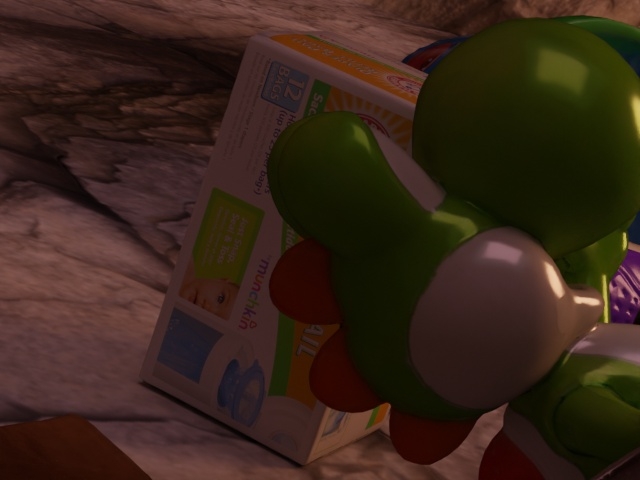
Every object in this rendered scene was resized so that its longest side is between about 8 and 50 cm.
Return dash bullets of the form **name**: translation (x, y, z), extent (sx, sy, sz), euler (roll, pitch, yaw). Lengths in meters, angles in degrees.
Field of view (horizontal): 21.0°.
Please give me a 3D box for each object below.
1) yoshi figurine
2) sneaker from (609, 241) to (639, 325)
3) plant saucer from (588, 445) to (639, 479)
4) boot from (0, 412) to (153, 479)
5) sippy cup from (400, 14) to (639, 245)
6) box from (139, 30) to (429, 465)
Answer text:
- **yoshi figurine**: translation (0.147, 0.039, 0.786), extent (0.362, 0.203, 0.203), euler (42, 49, -13)
- **sneaker**: translation (0.251, 0.071, 1.170), extent (0.293, 0.102, 0.146), euler (2, 23, -45)
- **plant saucer**: translation (0.180, 0.123, 0.531), extent (0.310, 0.050, 0.310), euler (-23, 17, 8)
- **boot**: translation (-0.181, 0.079, 0.658), extent (0.264, 0.096, 0.280), euler (27, 17, 31)
- **sippy cup**: translation (0.149, -0.066, 1.345), extent (0.305, 0.240, 0.224), euler (36, -3, -25)
- **box**: translation (0.000, 0.000, 0.934), extent (0.114, 0.203, 0.103), euler (25, 17, 22)
